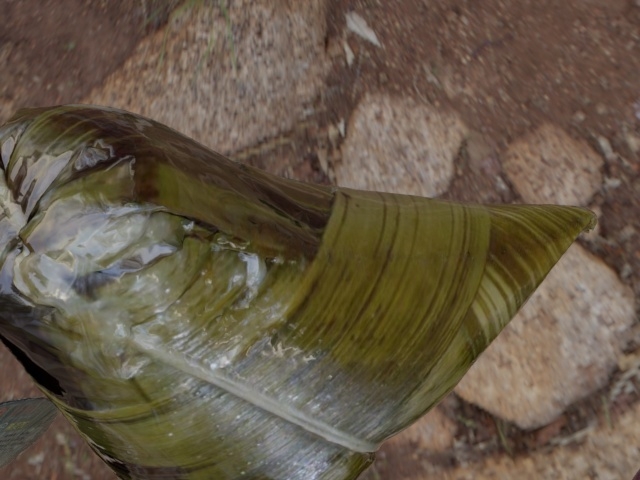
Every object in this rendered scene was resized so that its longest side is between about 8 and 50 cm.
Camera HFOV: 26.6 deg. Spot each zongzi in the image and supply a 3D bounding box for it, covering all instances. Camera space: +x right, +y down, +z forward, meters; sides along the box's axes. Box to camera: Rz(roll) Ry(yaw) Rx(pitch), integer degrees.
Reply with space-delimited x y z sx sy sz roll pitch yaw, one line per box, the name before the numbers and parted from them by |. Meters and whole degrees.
zongzi | 0.000 0.000 0.638 0.288 0.134 0.286 -33 141 -6

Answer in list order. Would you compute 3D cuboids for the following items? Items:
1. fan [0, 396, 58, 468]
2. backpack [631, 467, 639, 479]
fan | -0.366 0.226 1.224 0.294 0.223 0.012 -35 76 -16
backpack | 0.319 0.249 0.941 0.317 0.283 0.197 -40 146 -24
